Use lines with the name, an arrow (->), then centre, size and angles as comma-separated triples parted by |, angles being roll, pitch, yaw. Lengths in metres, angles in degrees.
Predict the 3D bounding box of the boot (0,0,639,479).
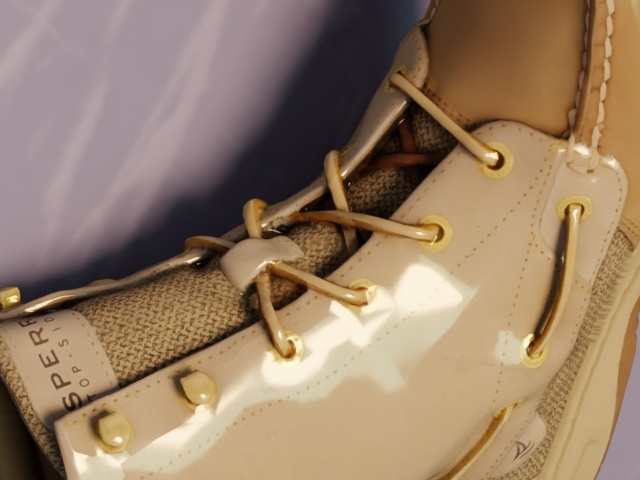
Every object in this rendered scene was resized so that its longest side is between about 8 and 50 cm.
boot -> 0.000, 0.000, 0.541 | 0.203, 0.095, 0.262 | -13, 131, -26
